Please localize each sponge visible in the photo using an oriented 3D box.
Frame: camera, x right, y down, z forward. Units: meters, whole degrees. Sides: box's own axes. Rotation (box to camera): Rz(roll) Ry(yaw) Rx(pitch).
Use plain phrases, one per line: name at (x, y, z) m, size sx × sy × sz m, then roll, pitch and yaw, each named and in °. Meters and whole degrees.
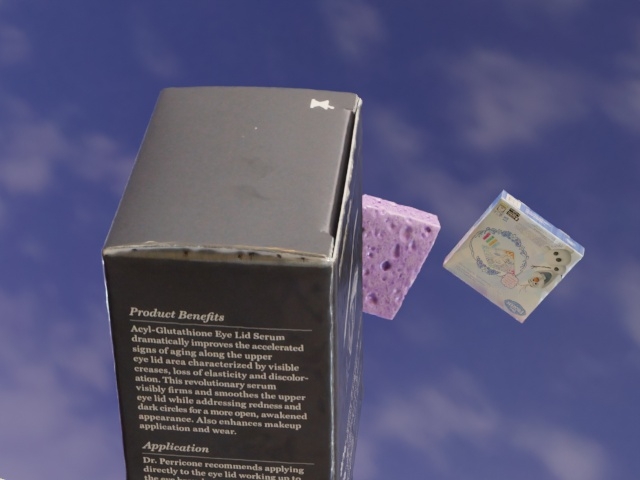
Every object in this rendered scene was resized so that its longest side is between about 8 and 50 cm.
sponge at (0.000, 0.000, 1.673) m, size 0.210 × 0.031 × 0.117 m, roll 17°, pitch -63°, yaw -18°

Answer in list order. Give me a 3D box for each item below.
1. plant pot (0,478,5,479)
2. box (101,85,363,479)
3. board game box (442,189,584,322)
plant pot at (-0.324, 0.361, 1.375) m, size 0.276 × 0.276 × 0.254 m, roll 53°, pitch -40°, yaw 5°
box at (-0.036, 0.046, 0.862) m, size 0.108 × 0.153 × 0.207 m, roll 2°, pitch -57°, yaw 6°
board game box at (0.171, 0.015, 1.509) m, size 0.090 × 0.020 × 0.090 m, roll 36°, pitch -61°, yaw -5°
